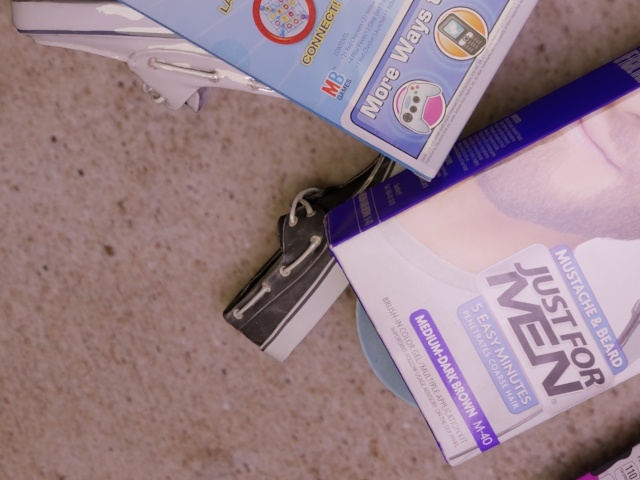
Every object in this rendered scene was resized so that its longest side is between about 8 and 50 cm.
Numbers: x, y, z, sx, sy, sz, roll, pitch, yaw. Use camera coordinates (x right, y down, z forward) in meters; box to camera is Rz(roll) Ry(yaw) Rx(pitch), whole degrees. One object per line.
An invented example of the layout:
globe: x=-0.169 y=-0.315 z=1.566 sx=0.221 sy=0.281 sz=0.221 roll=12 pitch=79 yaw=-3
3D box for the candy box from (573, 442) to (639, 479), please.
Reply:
candy box: x=0.298 y=0.212 z=1.262 sx=0.233 sy=0.071 sz=0.159 roll=-35 pitch=65 yaw=22

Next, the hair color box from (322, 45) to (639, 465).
hair color box: x=0.193 y=-0.008 z=1.176 sx=0.338 sy=0.110 sz=0.185 roll=-28 pitch=104 yaw=4

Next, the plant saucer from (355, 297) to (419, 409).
plant saucer: x=0.122 y=0.044 z=1.279 sx=0.195 sy=0.037 sz=0.195 roll=-2 pitch=116 yaw=-3

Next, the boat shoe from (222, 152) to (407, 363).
boat shoe: x=0.000 y=0.000 z=1.283 sx=0.070 sy=0.078 sz=0.219 roll=35 pitch=116 yaw=-4

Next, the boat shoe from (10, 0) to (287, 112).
boat shoe: x=-0.096 y=-0.139 z=1.247 sx=0.267 sy=0.096 sz=0.088 roll=4 pitch=108 yaw=3

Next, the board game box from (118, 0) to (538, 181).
board game box: x=0.019 y=-0.245 z=1.078 sx=0.302 sy=0.086 sz=0.308 roll=30 pitch=116 yaw=1
